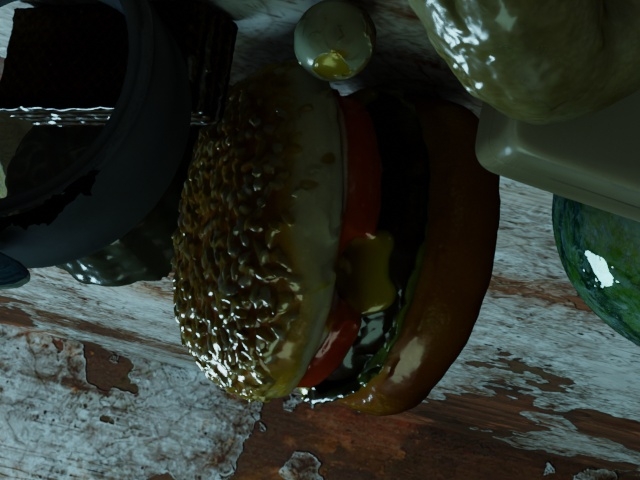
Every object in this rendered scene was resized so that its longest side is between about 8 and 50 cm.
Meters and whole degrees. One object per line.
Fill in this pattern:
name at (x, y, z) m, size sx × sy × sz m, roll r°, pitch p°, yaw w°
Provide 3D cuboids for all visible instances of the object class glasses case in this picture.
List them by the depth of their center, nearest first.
glasses case at (0.299, -0.084, 1.406) m, size 0.336 × 0.144 × 0.076 m, roll 18°, pitch 165°, yaw -16°

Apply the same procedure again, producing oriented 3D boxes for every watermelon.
watermelon at (0.341, 0.006, 1.739) m, size 0.305 × 0.180 × 0.224 m, roll -5°, pitch 113°, yaw 59°

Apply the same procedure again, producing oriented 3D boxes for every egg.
egg at (0.010, -0.172, 1.458) m, size 0.071 × 0.071 × 0.083 m, roll 17°, pitch 167°, yaw -15°

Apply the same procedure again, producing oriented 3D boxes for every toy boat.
toy boat at (-0.292, 0.029, 1.390) m, size 0.105 × 0.034 × 0.149 m, roll 4°, pitch 168°, yaw -8°

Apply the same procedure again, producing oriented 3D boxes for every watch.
watch at (-0.288, -0.109, 1.431) m, size 0.327 × 0.335 × 0.314 m, roll 19°, pitch 167°, yaw 16°

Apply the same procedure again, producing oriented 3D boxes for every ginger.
ginger at (0.152, -0.170, 1.235) m, size 0.267 × 0.152 × 0.138 m, roll 21°, pitch -167°, yaw -46°

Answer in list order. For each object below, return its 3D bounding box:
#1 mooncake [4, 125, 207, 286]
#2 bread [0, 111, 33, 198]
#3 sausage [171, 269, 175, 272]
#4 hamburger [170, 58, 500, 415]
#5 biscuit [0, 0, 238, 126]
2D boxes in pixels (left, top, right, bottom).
mooncake at (-0.217, -0.067, 1.758) m, size 0.228 × 0.228 × 0.124 m, roll 6°, pitch 156°, yaw 24°
bread at (-0.369, -0.085, 1.949) m, size 0.105 × 0.152 × 0.077 m, roll 13°, pitch 165°, yaw -20°
sausage at (-0.181, -0.034, 1.998) m, size 0.148 × 0.148 × 0.254 m, roll 13°, pitch 171°, yaw -1°
hamburger at (0.000, 0.000, 1.589) m, size 0.250 × 0.330 × 0.330 m, roll 14°, pitch 166°, yaw -22°
biscuit at (-0.197, -0.164, 1.587) m, size 0.252 × 0.106 × 0.070 m, roll 3°, pitch 169°, yaw 34°
